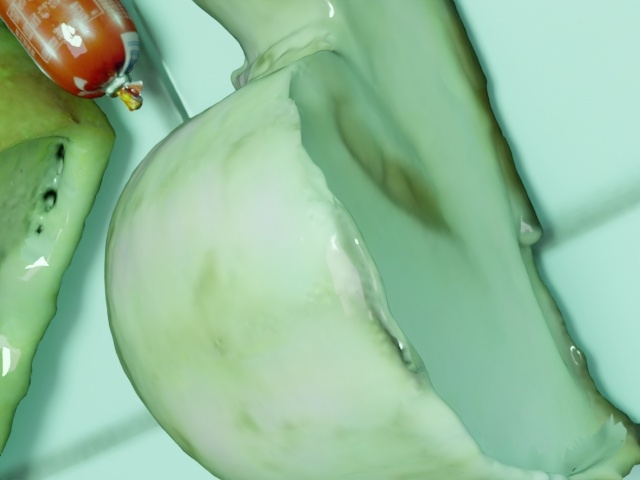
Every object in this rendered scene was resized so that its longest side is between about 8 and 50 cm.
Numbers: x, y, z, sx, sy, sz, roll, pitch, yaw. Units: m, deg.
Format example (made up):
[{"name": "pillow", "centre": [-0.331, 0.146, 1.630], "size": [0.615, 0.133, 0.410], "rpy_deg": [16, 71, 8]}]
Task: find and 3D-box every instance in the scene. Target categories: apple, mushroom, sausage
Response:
[{"name": "apple", "centre": [-0.212, 0.017, 0.774], "size": [0.193, 0.120, 0.265], "rpy_deg": [32, 110, 24]}, {"name": "mushroom", "centre": [-0.024, 0.014, 0.661], "size": [0.173, 0.162, 0.236], "rpy_deg": [-23, 91, 25]}, {"name": "sausage", "centre": [-0.114, -0.105, 0.730], "size": [0.050, 0.048, 0.145], "rpy_deg": [-44, 79, 32]}]
